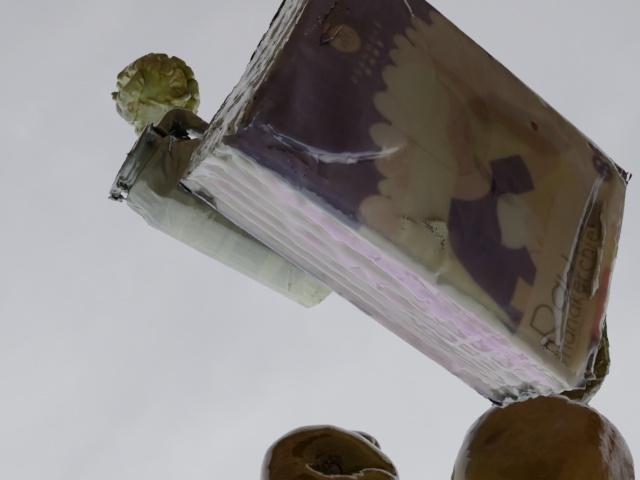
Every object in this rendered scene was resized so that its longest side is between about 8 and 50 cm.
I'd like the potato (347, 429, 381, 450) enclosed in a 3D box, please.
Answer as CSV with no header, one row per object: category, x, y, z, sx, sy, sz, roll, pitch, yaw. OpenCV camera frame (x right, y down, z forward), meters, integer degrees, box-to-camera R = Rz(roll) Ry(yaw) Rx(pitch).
potato,0.050,0.425,1.668,0.171,0.107,0.079,-19,-120,44

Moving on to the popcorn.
popcorn,-0.254,-0.224,1.293,0.141,0.162,0.135,42,-95,7

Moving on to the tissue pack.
tissue pack,0.089,-0.050,0.668,0.344,0.125,0.242,36,-125,-18

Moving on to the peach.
peach,0.016,0.414,1.370,0.251,0.153,0.251,11,-151,-6

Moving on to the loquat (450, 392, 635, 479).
loquat,0.241,0.261,0.893,0.187,0.176,0.234,21,-140,24

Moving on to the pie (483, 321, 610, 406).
pie,0.450,0.191,1.635,0.297,0.078,0.371,14,-105,-21

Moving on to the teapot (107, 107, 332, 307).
teapot,-0.068,-0.035,0.695,0.200,0.077,0.107,29,-122,-16
